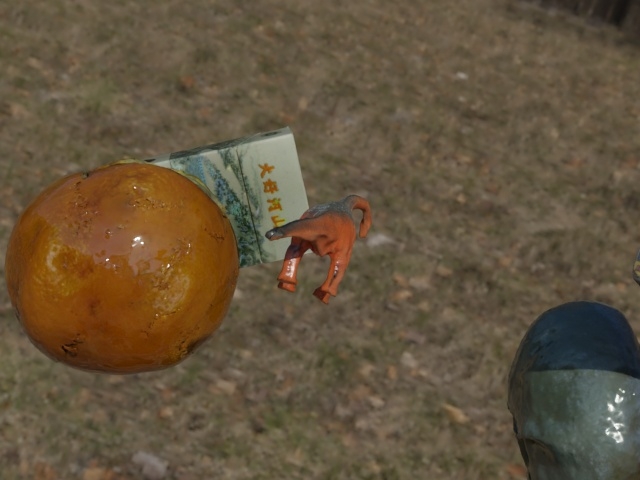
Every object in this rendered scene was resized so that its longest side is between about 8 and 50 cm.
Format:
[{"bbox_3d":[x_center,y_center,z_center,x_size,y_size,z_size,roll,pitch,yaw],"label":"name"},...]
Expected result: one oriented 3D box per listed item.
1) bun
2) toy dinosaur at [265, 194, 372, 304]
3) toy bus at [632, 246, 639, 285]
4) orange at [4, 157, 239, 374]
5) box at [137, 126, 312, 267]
[{"bbox_3d":[0.386,0.270,1.673,0.211,0.361,0.362,-17,2,5],"label":"bun"},{"bbox_3d":[0.006,0.002,0.982,0.055,0.101,0.279,23,1,8],"label":"toy dinosaur"},{"bbox_3d":[0.495,0.070,1.400,0.097,0.138,0.342,15,-17,44],"label":"toy bus"},{"bbox_3d":[-0.202,0.025,1.192,0.240,0.240,0.240,21,5,-2],"label":"orange"},{"bbox_3d":[-0.146,-0.041,1.535,0.257,0.164,0.069,-13,14,-2],"label":"box"}]
